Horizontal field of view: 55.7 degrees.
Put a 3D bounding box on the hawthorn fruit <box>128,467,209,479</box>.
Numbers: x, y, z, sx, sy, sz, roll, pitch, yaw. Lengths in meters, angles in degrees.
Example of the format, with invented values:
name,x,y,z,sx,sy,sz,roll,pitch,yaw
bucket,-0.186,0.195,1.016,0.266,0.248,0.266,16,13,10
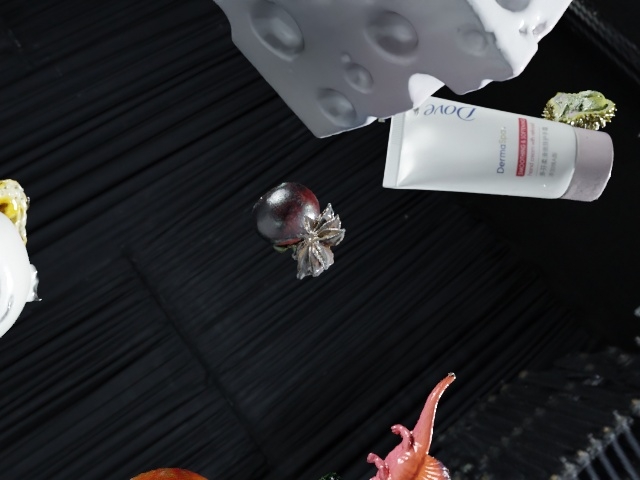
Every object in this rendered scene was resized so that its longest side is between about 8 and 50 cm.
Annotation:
name,x,y,z,sx,sy,sz,roll,pitch,yaw
hawthorn fruit,-0.303,0.675,1.179,0.403,0.403,0.402,49,-18,22

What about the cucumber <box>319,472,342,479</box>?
name,x,y,z,sx,sy,sz,roll,pitch,yaw
cucumber,-0.003,0.473,0.953,0.072,0.072,0.300,62,23,-19

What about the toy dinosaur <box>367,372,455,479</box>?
name,x,y,z,sx,sy,sz,roll,pitch,yaw
toy dinosaur,0.173,0.365,1.002,0.070,0.286,0.139,41,-3,-41

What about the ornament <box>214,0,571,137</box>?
name,x,y,z,sx,sy,sz,roll,pitch,yaw
ornament,0.050,-0.260,0.460,0.239,0.239,0.240,47,-24,-23

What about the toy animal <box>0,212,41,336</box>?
name,x,y,z,sx,sy,sz,roll,pitch,yaw
toy animal,-0.519,0.009,0.767,0.310,0.251,0.251,60,-17,-22

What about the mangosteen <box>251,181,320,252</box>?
name,x,y,z,sx,sy,sz,roll,pitch,yaw
mangosteen,-0.095,-0.068,1.852,0.216,0.216,0.216,49,-18,22

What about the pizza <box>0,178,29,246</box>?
name,x,y,z,sx,sy,sz,roll,pitch,yaw
pizza,-0.565,0.044,0.969,0.182,0.365,0.074,57,27,11

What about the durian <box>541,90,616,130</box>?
name,x,y,z,sx,sy,sz,roll,pitch,yaw
durian,0.566,-0.270,1.341,0.146,0.208,0.102,18,-57,40

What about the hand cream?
name,x,y,z,sx,sy,sz,roll,pitch,yaw
hand cream,0.200,-0.107,0.703,0.083,0.248,0.133,99,-2,-67

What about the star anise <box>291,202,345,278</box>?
name,x,y,z,sx,sy,sz,roll,pitch,yaw
star anise,0.000,0.000,1.460,0.065,0.182,0.195,20,-23,-31

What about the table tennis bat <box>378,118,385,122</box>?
name,x,y,z,sx,sy,sz,roll,pitch,yaw
table tennis bat,0.068,-0.166,0.636,0.050,0.007,0.083,-58,154,-72
